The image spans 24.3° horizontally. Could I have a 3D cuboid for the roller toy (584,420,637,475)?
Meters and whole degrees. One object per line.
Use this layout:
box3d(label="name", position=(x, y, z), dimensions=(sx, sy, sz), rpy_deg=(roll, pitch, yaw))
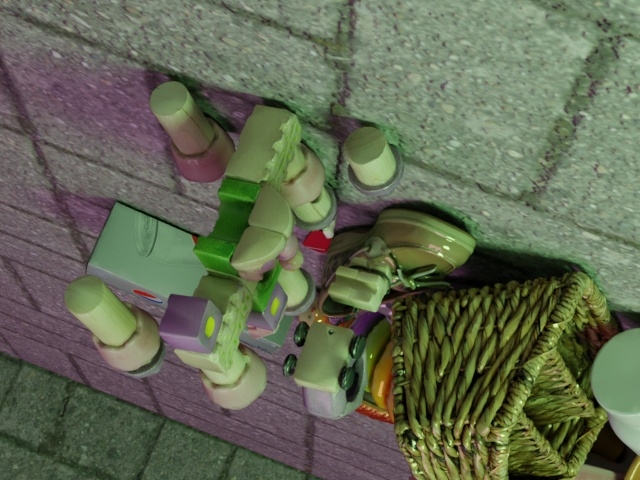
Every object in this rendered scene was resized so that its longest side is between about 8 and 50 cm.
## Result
box3d(label="roller toy", position=(0.352, 0.321, 2.118), dimensions=(0.191, 0.146, 0.209), rpy_deg=(1, 151, 29))

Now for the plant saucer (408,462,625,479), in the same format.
box3d(label="plant saucer", position=(0.275, 0.371, 1.956), dimensions=(0.332, 0.084, 0.332), rpy_deg=(5, 155, 3))

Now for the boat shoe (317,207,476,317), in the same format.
box3d(label="boat shoe", position=(0.080, 0.033, 1.645), dimensions=(0.105, 0.089, 0.285), rpy_deg=(27, 162, -14))

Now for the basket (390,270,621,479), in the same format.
box3d(label="basket", position=(0.222, 0.188, 1.628), dimensions=(0.223, 0.213, 0.299), rpy_deg=(-9, 153, 17))

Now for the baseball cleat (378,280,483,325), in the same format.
box3d(label="baseball cleat", position=(0.117, 0.072, 1.764), dimensions=(0.109, 0.072, 0.206), rpy_deg=(35, 157, -19))

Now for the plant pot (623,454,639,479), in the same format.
box3d(label="plant pot", position=(0.531, 0.353, 1.800), dimensions=(0.291, 0.290, 0.203), rpy_deg=(9, 176, 39))

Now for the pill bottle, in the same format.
box3d(label="pill bottle", position=(0.393, 0.187, 1.656), dimensions=(0.131, 0.131, 0.229), rpy_deg=(9, 159, 40))

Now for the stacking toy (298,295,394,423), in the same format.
box3d(label="stacking toy", position=(0.091, 0.150, 1.964), dimensions=(0.302, 0.175, 0.166), rpy_deg=(30, 174, 27))

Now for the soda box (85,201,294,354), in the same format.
box3d(label="soda box", position=(-0.171, 0.053, 2.033), dimensions=(0.286, 0.098, 0.091), rpy_deg=(24, 165, -5))

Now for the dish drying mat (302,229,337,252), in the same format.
box3d(label="dish drying mat", position=(0.000, 0.000, 1.796), dimensions=(0.032, 0.008, 0.083), rpy_deg=(25, 164, -5))

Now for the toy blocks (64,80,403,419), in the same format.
box3d(label="toy blocks", position=(-0.043, 0.039, 1.491), dimensions=(0.309, 0.288, 0.260), rpy_deg=(12, 158, 22))

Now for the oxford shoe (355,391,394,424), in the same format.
box3d(label="oxford shoe", position=(0.143, 0.214, 2.069), dimensions=(0.271, 0.098, 0.097), rpy_deg=(14, 174, -20))
